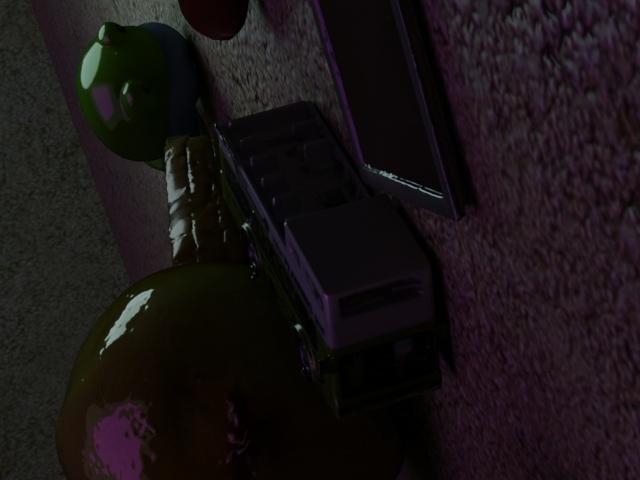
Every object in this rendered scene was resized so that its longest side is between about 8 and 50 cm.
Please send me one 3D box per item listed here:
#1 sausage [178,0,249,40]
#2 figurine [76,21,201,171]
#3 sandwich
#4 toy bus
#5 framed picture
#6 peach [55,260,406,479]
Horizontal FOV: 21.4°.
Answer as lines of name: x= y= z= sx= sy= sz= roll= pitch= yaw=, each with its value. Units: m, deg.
sausage: x=-0.098 y=-0.257 z=1.506 sx=0.194 sy=0.077 sz=0.077 roll=89 pitch=158 yaw=-52
figurine: x=-0.205 y=-0.160 z=2.014 sx=0.263 sy=0.143 sz=0.162 roll=72 pitch=-179 yaw=-70
sandwich: x=-0.110 y=0.052 z=1.842 sx=0.301 sy=0.099 sz=0.271 roll=-100 pitch=-1 yaw=-56
toy bus: x=0.000 y=0.000 z=1.400 sx=0.301 sy=0.113 sz=0.139 roll=-120 pitch=20 yaw=-46
framed picture: x=0.029 y=-0.166 z=1.209 sx=0.231 sy=0.018 sz=0.293 roll=-149 pitch=40 yaw=-72
peach: x=-0.091 y=0.158 z=1.550 sx=0.315 sy=0.314 sz=0.281 roll=-15 pitch=-90 yaw=-73
